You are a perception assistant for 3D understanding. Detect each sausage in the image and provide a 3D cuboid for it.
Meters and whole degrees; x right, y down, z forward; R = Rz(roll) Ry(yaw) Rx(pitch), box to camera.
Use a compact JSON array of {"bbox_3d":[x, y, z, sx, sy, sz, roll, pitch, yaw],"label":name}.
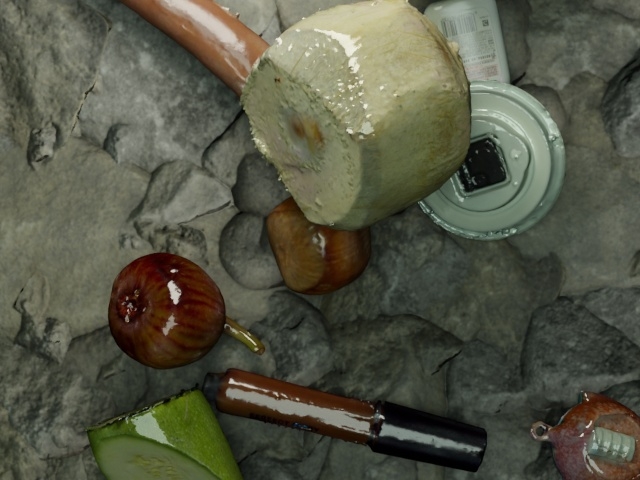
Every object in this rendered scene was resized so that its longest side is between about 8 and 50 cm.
[{"bbox_3d":[-0.185,-0.312,1.870,0.419,0.094,0.094,39,131,0],"label":"sausage"}]

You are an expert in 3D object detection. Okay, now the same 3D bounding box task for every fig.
[{"bbox_3d":[-0.199,0.107,1.866,0.175,0.207,0.175,-5,82,37],"label":"fig"}]

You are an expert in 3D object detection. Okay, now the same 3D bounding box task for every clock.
[{"bbox_3d":[0.228,-0.109,1.848,0.236,0.053,0.237,5,105,18],"label":"clock"}]

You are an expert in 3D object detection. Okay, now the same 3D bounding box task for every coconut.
[{"bbox_3d":[0.066,-0.176,1.742,0.254,0.297,0.297,-30,91,-32],"label":"coconut"}]

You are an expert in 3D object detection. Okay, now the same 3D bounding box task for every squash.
[{"bbox_3d":[-0.202,0.350,1.837,0.189,0.189,0.261,-20,90,2],"label":"squash"}]

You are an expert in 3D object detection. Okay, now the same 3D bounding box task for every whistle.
[{"bbox_3d":[0.460,0.317,1.856,0.346,0.134,0.142,17,55,-7],"label":"whistle"}]

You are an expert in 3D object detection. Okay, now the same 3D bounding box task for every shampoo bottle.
[{"bbox_3d":[0.219,-0.242,1.878,0.108,0.051,0.221,-12,95,2],"label":"shampoo bottle"}]

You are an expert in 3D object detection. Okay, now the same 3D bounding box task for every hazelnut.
[{"bbox_3d":[0.000,0.000,1.862,0.150,0.150,0.150,0,91,1],"label":"hazelnut"}]

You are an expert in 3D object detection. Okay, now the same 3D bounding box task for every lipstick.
[{"bbox_3d":[0.033,0.257,1.886,0.418,0.077,0.077,13,92,3],"label":"lipstick"}]
